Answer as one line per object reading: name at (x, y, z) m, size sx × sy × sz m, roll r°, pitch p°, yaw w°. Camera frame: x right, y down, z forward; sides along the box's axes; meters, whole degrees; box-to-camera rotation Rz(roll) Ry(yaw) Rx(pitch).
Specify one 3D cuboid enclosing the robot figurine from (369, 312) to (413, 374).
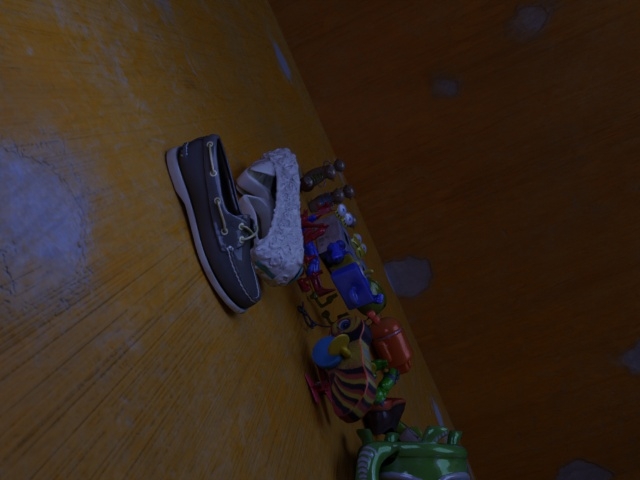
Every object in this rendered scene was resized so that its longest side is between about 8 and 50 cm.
robot figurine at (0.249, 0.367, 2.092) m, size 0.128 × 0.158 × 0.219 m, roll -20°, pitch -86°, yaw 61°

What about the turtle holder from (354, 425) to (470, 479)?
turtle holder at (0.195, 0.515, 1.244) m, size 0.320 × 0.244 × 0.227 m, roll 65°, pitch 24°, yaw -66°

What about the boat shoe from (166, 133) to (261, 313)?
boat shoe at (-0.160, -0.029, 0.984) m, size 0.109 × 0.091 × 0.304 m, roll -3°, pitch 71°, yaw -79°

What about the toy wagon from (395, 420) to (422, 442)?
toy wagon at (0.314, 0.641, 1.803) m, size 0.344 × 0.068 × 0.267 m, roll 41°, pitch -5°, yaw 4°

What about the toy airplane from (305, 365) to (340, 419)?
toy airplane at (0.007, 0.320, 1.265) m, size 0.151 × 0.028 × 0.151 m, roll 59°, pitch 8°, yaw -14°

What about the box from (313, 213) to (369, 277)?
box at (0.081, 0.070, 1.971) m, size 0.169 × 0.087 × 0.290 m, roll -99°, pitch 163°, yaw -50°

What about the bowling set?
bowling set at (0.027, -0.169, 2.008) m, size 0.200 × 0.154 × 0.286 m, roll 39°, pitch 30°, yaw -69°

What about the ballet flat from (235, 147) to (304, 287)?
ballet flat at (-0.114, -0.084, 1.248) m, size 0.408 × 0.147 × 0.147 m, roll -101°, pitch 165°, yaw -45°

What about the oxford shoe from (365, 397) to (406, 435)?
oxford shoe at (0.180, 0.493, 1.653) m, size 0.271 × 0.097 × 0.098 m, roll 28°, pitch 58°, yaw -64°

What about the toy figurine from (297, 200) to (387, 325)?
toy figurine at (0.050, 0.112, 1.384) m, size 0.217 × 0.191 × 0.362 m, roll -111°, pitch 175°, yaw -60°

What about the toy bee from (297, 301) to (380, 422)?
toy bee at (0.061, 0.224, 1.265) m, size 0.298 × 0.162 × 0.195 m, roll 63°, pitch 9°, yaw 21°

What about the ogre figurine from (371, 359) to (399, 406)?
ogre figurine at (0.099, 0.332, 1.429) m, size 0.197 × 0.097 × 0.118 m, roll 38°, pitch 38°, yaw -24°

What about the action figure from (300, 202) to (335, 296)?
action figure at (0.000, 0.000, 1.611) m, size 0.280 × 0.139 × 0.091 m, roll 67°, pitch 9°, yaw 8°
